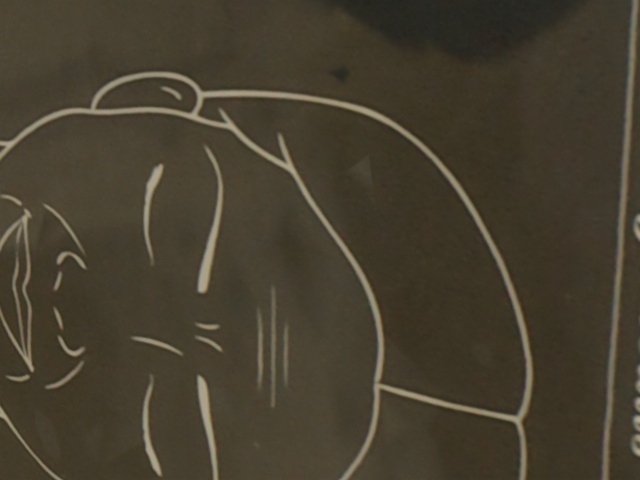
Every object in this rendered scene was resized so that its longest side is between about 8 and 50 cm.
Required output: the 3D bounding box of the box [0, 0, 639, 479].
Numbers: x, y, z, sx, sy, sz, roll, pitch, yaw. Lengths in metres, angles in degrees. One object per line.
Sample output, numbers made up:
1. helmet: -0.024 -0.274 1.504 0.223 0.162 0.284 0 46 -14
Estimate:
1. box: 0.000 0.000 0.516 0.395 0.212 0.294 13 107 37
